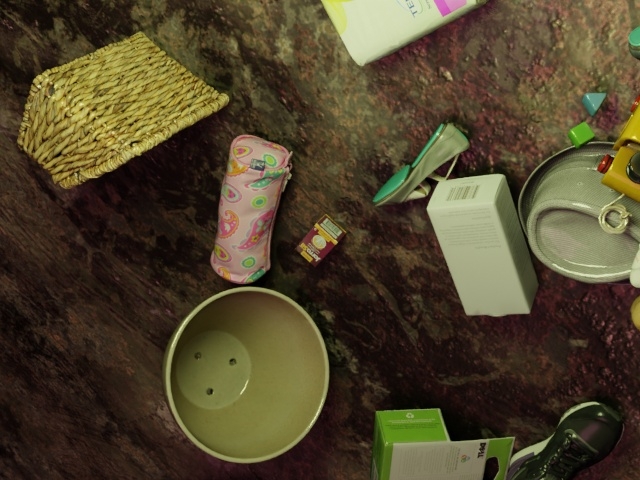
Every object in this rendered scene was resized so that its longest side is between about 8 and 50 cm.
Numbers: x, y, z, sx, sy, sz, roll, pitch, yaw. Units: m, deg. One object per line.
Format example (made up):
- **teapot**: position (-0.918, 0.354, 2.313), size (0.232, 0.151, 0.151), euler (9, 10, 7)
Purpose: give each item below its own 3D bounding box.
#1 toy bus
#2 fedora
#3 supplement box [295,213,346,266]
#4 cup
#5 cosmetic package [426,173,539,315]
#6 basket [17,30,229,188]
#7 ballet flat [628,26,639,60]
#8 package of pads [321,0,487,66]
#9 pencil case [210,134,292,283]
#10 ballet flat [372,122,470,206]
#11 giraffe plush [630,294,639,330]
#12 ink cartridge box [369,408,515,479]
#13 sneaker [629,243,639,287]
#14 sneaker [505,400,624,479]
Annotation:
- **toy bus**: position (0.454, -0.134, 1.149), size (0.191, 0.104, 0.202), euler (-17, 78, 5)
- **fedora**: position (0.425, -0.017, 1.274), size (0.275, 0.124, 0.243), euler (21, 126, 18)
- **supplement box**: position (0.000, 0.000, 1.584), size (0.055, 0.043, 0.083), euler (41, 130, 1)
- **cup**: position (-0.180, 0.265, 1.705), size (0.331, 0.331, 0.237), euler (56, 155, -9)
- **cosmetic package**: position (0.270, 0.012, 1.387), size (0.117, 0.085, 0.231), euler (-4, 127, 31)
- **basket**: position (-0.351, -0.196, 1.507), size (0.223, 0.299, 0.213), euler (38, 130, 6)
- **ballet flat**: position (0.510, -0.286, 1.110), size (0.203, 0.074, 0.074), euler (-24, 103, 31)
- **package of pads**: position (0.083, -0.431, 1.244), size (0.229, 0.101, 0.296), euler (-21, 104, 37)
- **pencil case**: position (-0.130, -0.056, 1.580), size (0.124, 0.124, 0.284), euler (26, 126, 15)
- **ballet flat**: position (0.168, -0.107, 1.408), size (0.068, 0.072, 0.213), euler (36, 131, -7)
- **giraffe plush**: position (0.591, 0.124, 1.251), size (0.170, 0.181, 0.210), euler (-45, 79, 19)
- **ink cartridge box**: position (0.236, 0.432, 1.679), size (0.255, 0.097, 0.188), euler (-2, 122, -8)
- **sneaker**: position (0.539, 0.061, 1.167), size (0.232, 0.090, 0.115), euler (24, 127, 11)
- **sneaker**: position (0.433, 0.405, 1.516), size (0.107, 0.124, 0.283), euler (38, 129, 5)
